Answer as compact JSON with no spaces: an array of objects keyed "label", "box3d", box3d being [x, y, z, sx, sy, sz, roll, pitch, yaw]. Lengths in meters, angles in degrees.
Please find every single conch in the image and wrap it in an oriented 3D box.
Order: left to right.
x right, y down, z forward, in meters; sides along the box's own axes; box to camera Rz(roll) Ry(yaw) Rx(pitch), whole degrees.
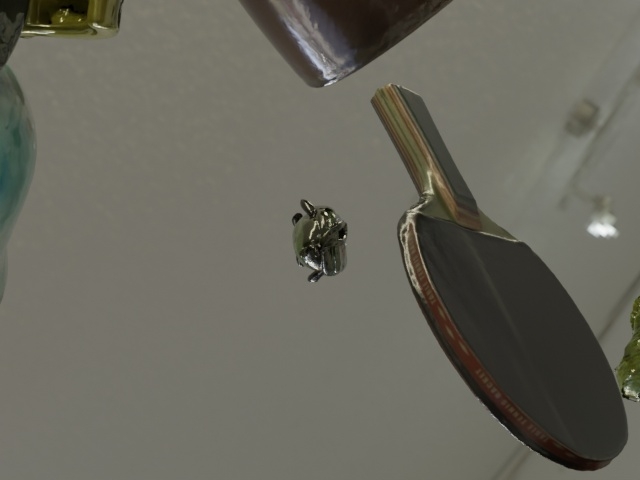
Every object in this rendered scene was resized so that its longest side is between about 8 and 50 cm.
[{"label":"conch","box3d":[0.268,0.093,1.327,0.074,0.121,0.089,15,-37,-21]}]

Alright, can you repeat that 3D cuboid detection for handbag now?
[{"label":"handbag","box3d":[0.000,0.000,1.375,0.111,0.047,0.072,-112,16,-86]}]

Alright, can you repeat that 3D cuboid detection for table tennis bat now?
[{"label":"table tennis bat","box3d":[0.078,0.013,0.767,0.019,0.220,0.130,-42,-34,27]}]

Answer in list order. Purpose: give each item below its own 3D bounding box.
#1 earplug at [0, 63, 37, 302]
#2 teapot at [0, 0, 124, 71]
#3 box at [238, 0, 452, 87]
[{"label":"earplug","box3d":[-0.301,-0.043,1.232,0.185,0.185,0.324,-35,-6,-31]},{"label":"teapot","box3d":[-0.160,-0.101,0.640,0.119,0.165,0.130,-162,80,-84]},{"label":"box","box3d":[0.027,-0.328,1.597,0.301,0.301,0.216,-46,-68,-11]}]
